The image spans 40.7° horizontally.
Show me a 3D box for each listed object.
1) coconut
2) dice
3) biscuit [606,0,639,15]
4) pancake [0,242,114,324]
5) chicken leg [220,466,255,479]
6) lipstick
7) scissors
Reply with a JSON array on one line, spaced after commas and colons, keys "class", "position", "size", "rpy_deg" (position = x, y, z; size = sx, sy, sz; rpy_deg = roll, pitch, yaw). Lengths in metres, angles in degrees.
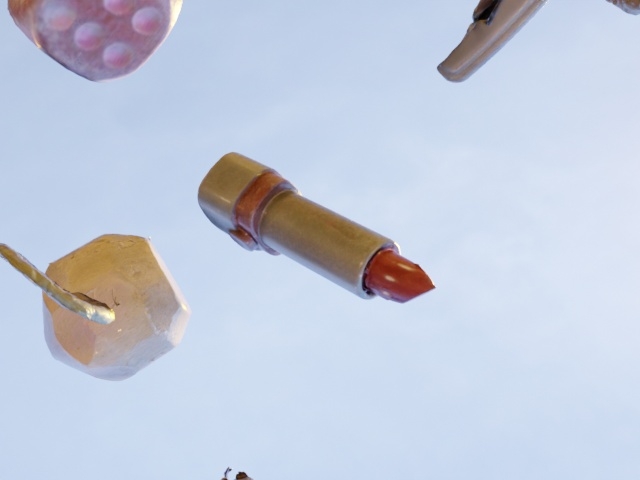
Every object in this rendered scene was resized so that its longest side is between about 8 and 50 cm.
[{"class": "coconut", "position": [-0.242, 0.078, 0.987], "size": [0.162, 0.161, 0.161], "rpy_deg": [-29, -149, -7]}, {"class": "dice", "position": [-0.163, -0.177, 0.624], "size": [0.094, 0.093, 0.091], "rpy_deg": [-46, -139, 15]}, {"class": "biscuit", "position": [0.148, -0.131, 0.313], "size": [0.120, 0.015, 0.120], "rpy_deg": [-47, -158, 26]}, {"class": "pancake", "position": [-0.252, 0.045, 0.818], "size": [0.116, 0.129, 0.022], "rpy_deg": [21, -105, 52]}, {"class": "chicken leg", "position": [-0.052, 0.277, 0.711], "size": [0.080, 0.196, 0.125], "rpy_deg": [-1, -124, 30]}, {"class": "lipstick", "position": [-0.001, 0.001, 0.577], "size": [0.186, 0.063, 0.057], "rpy_deg": [28, -106, 36]}, {"class": "scissors", "position": [0.128, -0.156, 0.468], "size": [0.027, 0.101, 0.204], "rpy_deg": [-14, 155, -37]}]
